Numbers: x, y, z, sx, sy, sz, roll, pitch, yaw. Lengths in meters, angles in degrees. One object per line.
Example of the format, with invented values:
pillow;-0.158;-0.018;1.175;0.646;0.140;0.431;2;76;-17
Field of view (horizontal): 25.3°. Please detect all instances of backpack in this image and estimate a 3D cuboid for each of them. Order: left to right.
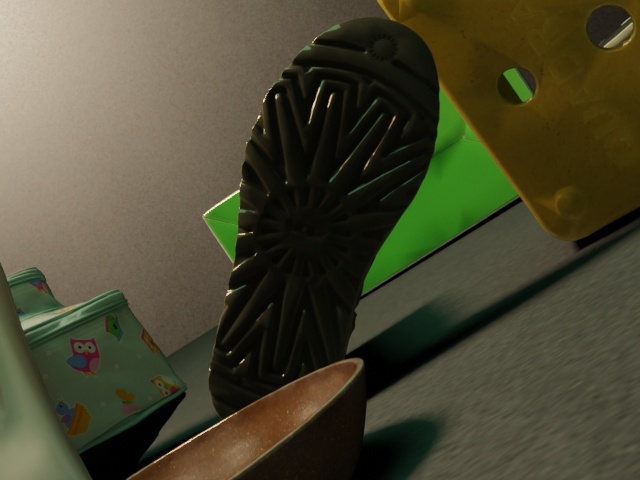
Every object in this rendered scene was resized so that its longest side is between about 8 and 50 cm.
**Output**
backpack;-0.179;0.099;0.822;0.188;0.144;0.166;-28;-2;37

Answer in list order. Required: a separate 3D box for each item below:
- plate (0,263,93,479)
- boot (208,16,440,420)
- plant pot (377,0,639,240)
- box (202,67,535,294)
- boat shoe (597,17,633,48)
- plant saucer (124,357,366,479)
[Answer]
plate;-0.246;0.052;0.579;0.278;0.045;0.277;-3;27;-23
boot;-0.002;-0.002;0.656;0.208;0.076;0.190;-12;-55;-85
plant pot;0.136;-0.122;0.636;0.212;0.212;0.187;-32;14;25
box;0.064;-0.050;1.164;0.262;0.127;0.231;-33;3;11
boat shoe;0.291;-0.169;1.080;0.233;0.084;0.079;-35;1;10
plant saucer;-0.052;0.091;0.427;0.168;0.029;0.168;-31;0;0
